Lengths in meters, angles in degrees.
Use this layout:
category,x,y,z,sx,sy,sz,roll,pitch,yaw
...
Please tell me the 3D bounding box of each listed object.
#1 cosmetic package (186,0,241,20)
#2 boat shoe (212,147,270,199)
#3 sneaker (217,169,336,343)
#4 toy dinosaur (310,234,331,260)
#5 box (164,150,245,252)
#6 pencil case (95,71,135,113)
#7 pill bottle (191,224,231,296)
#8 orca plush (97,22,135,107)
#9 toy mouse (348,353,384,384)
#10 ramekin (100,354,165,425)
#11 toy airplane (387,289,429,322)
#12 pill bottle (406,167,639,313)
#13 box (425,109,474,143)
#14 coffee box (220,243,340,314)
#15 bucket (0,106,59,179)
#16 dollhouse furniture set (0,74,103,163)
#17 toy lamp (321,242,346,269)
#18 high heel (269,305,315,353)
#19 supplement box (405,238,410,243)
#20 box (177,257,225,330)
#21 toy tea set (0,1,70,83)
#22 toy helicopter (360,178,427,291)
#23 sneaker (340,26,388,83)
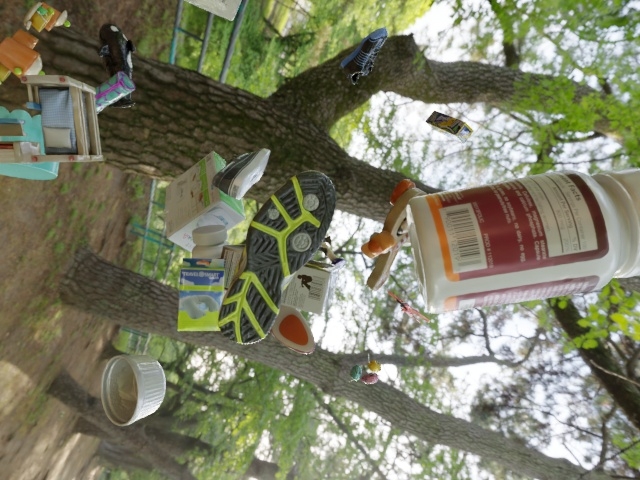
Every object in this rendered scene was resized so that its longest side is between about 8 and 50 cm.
category,x,y,z,sx,sy,sz,roll,pitch,yaw
cosmetic package,-0.272,-0.736,1.069,0.129,0.153,0.295,-41,-132,49
boat shoe,-0.241,-0.223,1.289,0.301,0.102,0.108,-66,-179,-55
sneaker,-0.103,0.021,0.863,0.384,0.145,0.147,-58,-164,11
toy dinosaur,-0.057,-0.017,1.432,0.121,0.161,0.313,119,-37,-66
box,-0.393,-0.129,1.392,0.231,0.127,0.261,-34,-132,15
pencil case,-0.640,-0.448,1.262,0.152,0.064,0.070,-24,-157,16
pill bottle,-0.320,0.071,1.255,0.121,0.121,0.220,-109,-165,-71
orca plush,-0.699,-0.586,1.373,0.102,0.151,0.286,-4,96,-64
toy mouse,0.156,0.474,1.460,0.143,0.161,0.031,-35,-143,17
ramekin,-0.579,0.457,1.300,0.207,0.109,0.206,-4,-97,34
toy airplane,0.246,0.194,1.178,0.028,0.151,0.151,-54,-167,0
pill bottle,0.370,-0.004,0.755,0.224,0.393,0.223,-10,90,-83
box,0.437,-0.389,1.422,0.054,0.059,0.169,-54,-142,12
coffee box,-0.112,0.099,1.142,0.168,0.298,0.118,-6,109,-78
bucket,-1.055,-0.329,1.459,0.281,0.282,0.182,161,-67,-73
dollhouse furniture set,-0.475,-0.189,0.671,0.129,0.184,0.129,-133,-139,-75
toy lamp,0.000,0.000,1.643,0.274,0.080,0.080,51,-52,27
high heel,-0.148,0.306,1.542,0.127,0.377,0.181,-37,147,-20
supplement box,0.285,-0.015,1.410,0.036,0.099,0.062,-22,-102,31
box,-0.298,0.135,1.046,0.042,0.109,0.178,-160,-107,-74
toy tea set,-0.894,-0.619,1.321,0.200,0.124,0.335,1,-118,48
toy helicopter,0.195,0.016,1.156,0.235,0.140,0.354,-30,146,-44
sneaker,0.167,-0.652,1.483,0.082,0.090,0.232,-28,-178,-34
